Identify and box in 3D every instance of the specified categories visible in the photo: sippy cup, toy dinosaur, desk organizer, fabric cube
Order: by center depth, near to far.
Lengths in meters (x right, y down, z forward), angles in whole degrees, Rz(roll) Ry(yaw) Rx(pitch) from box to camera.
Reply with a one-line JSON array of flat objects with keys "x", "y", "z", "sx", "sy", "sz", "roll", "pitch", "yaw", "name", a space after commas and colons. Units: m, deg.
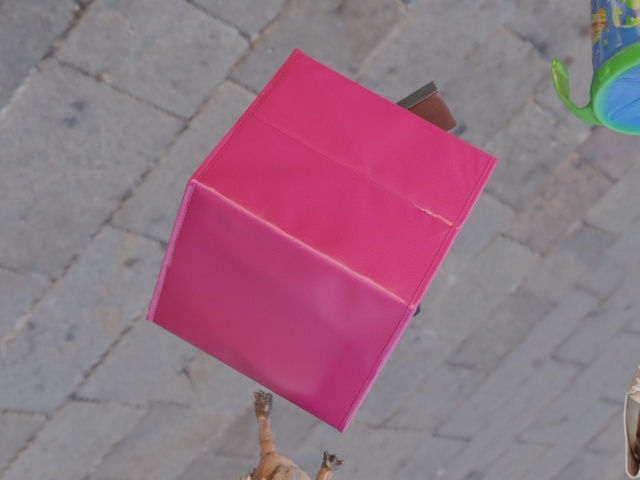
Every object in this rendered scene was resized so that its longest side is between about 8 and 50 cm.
[{"x": 0.000, "y": 0.000, "z": 1.426, "sx": 0.259, "sy": 0.258, "sz": 0.254, "roll": -56, "pitch": 173, "yaw": -40, "name": "fabric cube"}, {"x": -0.071, "y": 0.315, "z": 1.473, "sx": 0.200, "sy": 0.127, "sz": 0.295, "roll": -56, "pitch": 164, "yaw": -42, "name": "toy dinosaur"}, {"x": 0.091, "y": -0.128, "z": 1.528, "sx": 0.130, "sy": 0.047, "sz": 0.050, "roll": -31, "pitch": 109, "yaw": 8, "name": "desk organizer"}, {"x": 0.537, "y": -0.325, "z": 2.116, "sx": 0.305, "sy": 0.224, "sz": 0.240, "roll": -5, "pitch": 150, "yaw": -1, "name": "sippy cup"}]

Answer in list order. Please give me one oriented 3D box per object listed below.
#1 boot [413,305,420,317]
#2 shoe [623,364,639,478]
[{"x": 0.079, "y": 0.123, "z": 1.773, "sx": 0.137, "sy": 0.198, "sz": 0.077, "roll": -6, "pitch": 155, "yaw": 3, "name": "boot"}, {"x": 0.470, "y": 0.245, "z": 1.848, "sx": 0.058, "sy": 0.076, "sz": 0.219, "roll": -17, "pitch": 122, "yaw": -30, "name": "shoe"}]
